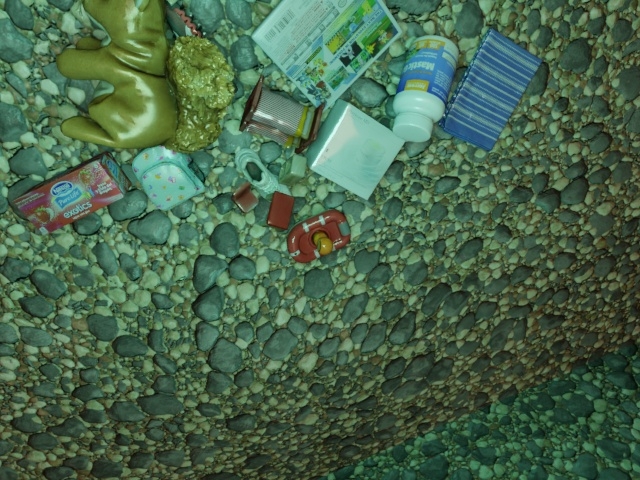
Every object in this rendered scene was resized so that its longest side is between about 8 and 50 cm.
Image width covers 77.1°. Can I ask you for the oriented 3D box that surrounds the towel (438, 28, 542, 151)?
[{"bbox_3d":[0.566,-0.487,1.340,0.244,0.040,0.335,17,110,-22],"label":"towel"}]

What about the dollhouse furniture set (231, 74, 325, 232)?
[{"bbox_3d":[-0.138,-0.232,1.130,0.202,0.152,0.373,16,76,-21],"label":"dollhouse furniture set"}]

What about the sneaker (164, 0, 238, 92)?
[{"bbox_3d":[-0.345,-0.497,1.076,0.135,0.097,0.276,-32,118,3],"label":"sneaker"}]

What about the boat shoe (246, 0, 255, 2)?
[{"bbox_3d":[-0.097,-0.713,0.968,0.104,0.113,0.302,27,106,-17],"label":"boat shoe"}]

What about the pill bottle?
[{"bbox_3d":[0.300,-0.437,1.178,0.153,0.152,0.271,20,81,-22],"label":"pill bottle"}]

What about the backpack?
[{"bbox_3d":[-0.449,-0.195,1.173,0.166,0.144,0.188,-26,116,5],"label":"backpack"}]

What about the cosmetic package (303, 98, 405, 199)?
[{"bbox_3d":[0.102,-0.286,1.267,0.224,0.138,0.224,25,106,-23],"label":"cosmetic package"}]

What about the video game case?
[{"bbox_3d":[0.024,-0.581,1.128,0.329,0.036,0.300,-43,126,12],"label":"video game case"}]

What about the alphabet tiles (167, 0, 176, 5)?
[{"bbox_3d":[-0.420,-0.753,0.939,0.285,0.011,0.342,-45,109,-3],"label":"alphabet tiles"}]

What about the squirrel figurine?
[{"bbox_3d":[-0.391,-0.414,0.961,0.398,0.281,0.370,14,114,-8],"label":"squirrel figurine"}]

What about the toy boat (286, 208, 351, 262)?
[{"bbox_3d":[0.000,0.000,1.370,0.231,0.151,0.150,-24,118,-2],"label":"toy boat"}]

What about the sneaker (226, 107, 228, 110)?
[{"bbox_3d":[-0.330,-0.361,1.162,0.135,0.070,0.050,-21,116,-4],"label":"sneaker"}]

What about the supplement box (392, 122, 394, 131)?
[{"bbox_3d":[0.289,-0.362,1.332,0.099,0.036,0.062,-10,117,-9],"label":"supplement box"}]

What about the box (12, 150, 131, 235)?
[{"bbox_3d":[-0.696,-0.138,1.145,0.257,0.128,0.122,-26,118,0],"label":"box"}]

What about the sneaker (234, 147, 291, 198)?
[{"bbox_3d":[-0.177,-0.180,1.260,0.090,0.115,0.232,-43,117,9],"label":"sneaker"}]
